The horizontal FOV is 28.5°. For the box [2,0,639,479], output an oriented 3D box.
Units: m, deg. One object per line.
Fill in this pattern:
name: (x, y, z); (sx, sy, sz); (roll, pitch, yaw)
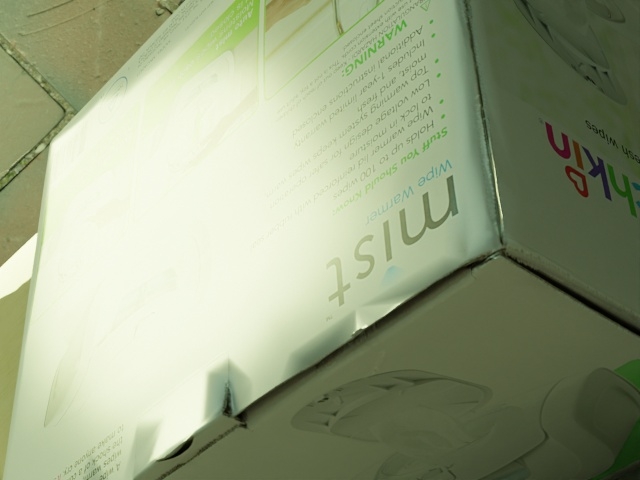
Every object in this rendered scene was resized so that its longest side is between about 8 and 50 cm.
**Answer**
box: (0.000, 0.000, 0.474); (0.262, 0.126, 0.231); (-38, 40, 35)

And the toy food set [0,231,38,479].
toy food set: (-0.075, 0.060, 0.717); (0.306, 0.092, 0.220); (-40, 50, 18)
